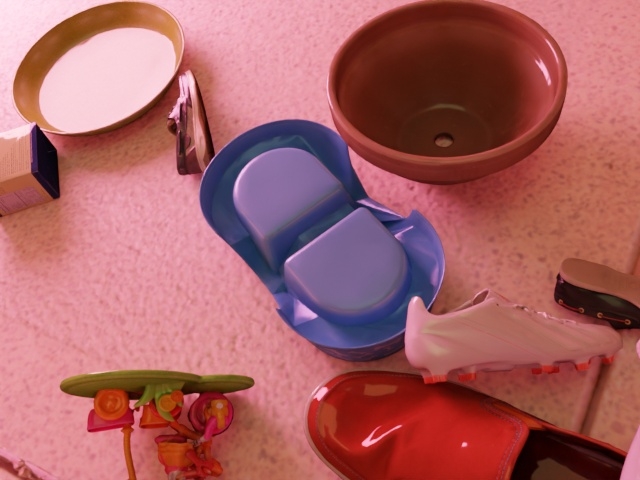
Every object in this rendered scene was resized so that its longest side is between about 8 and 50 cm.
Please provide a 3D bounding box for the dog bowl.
[{"bbox_3d":[0.000,0.000,0.739,0.166,0.074,0.297,-35,57,-10],"label":"dog bowl"}]

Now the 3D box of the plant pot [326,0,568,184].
[{"bbox_3d":[0.130,-0.137,0.769,0.237,0.110,0.237,-5,54,7],"label":"plant pot"}]

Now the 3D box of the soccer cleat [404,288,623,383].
[{"bbox_3d":[0.167,0.077,0.623,0.196,0.068,0.076,-2,77,-13],"label":"soccer cleat"}]

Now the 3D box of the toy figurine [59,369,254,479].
[{"bbox_3d":[-0.141,0.203,0.640,0.173,0.130,0.159,1,70,-15],"label":"toy figurine"}]

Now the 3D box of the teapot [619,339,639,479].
[{"bbox_3d":[0.233,0.216,0.347,0.256,0.187,0.252,23,57,22],"label":"teapot"}]

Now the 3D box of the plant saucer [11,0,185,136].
[{"bbox_3d":[-0.289,-0.223,0.970,0.241,0.037,0.241,-6,58,9],"label":"plant saucer"}]

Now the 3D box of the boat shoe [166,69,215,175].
[{"bbox_3d":[-0.161,-0.143,0.878,0.049,0.056,0.152,-14,56,-2],"label":"boat shoe"}]

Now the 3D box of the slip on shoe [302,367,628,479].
[{"bbox_3d":[0.135,0.176,0.579,0.331,0.101,0.123,17,65,24],"label":"slip on shoe"}]

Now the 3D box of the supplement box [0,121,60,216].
[{"bbox_3d":[-0.370,-0.085,0.889,0.083,0.056,0.083,-18,56,1],"label":"supplement box"}]

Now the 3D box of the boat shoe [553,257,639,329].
[{"bbox_3d":[0.278,0.057,0.658,0.133,0.042,0.049,19,39,23],"label":"boat shoe"}]
